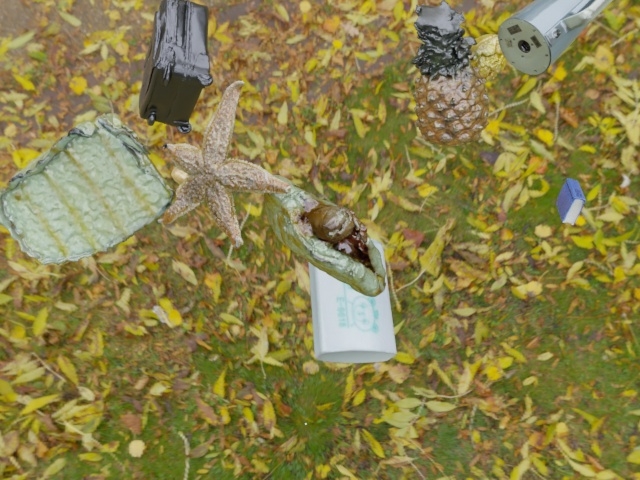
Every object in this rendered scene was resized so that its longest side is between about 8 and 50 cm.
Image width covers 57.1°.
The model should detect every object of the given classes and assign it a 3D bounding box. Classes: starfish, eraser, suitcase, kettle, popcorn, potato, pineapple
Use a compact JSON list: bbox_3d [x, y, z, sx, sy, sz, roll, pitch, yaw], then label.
[{"bbox_3d":[-0.158,-0.110,0.979,0.231,0.048,0.295,36,108,12],"label":"starfish"},{"bbox_3d":[0.069,0.132,1.371,0.189,0.104,0.290,8,61,-24],"label":"eraser"},{"bbox_3d":[-0.463,-0.565,1.884,0.188,0.345,0.339,8,66,-22],"label":"suitcase"},{"bbox_3d":[0.596,-0.550,1.448,0.243,0.210,0.160,-41,105,-11],"label":"kettle"},{"bbox_3d":[0.515,-0.081,1.211,0.027,0.063,0.085,13,35,3],"label":"eraser"},{"bbox_3d":[0.514,-0.573,1.863,0.152,0.167,0.148,6,70,-39],"label":"popcorn"},{"bbox_3d":[-0.358,-0.181,1.570,0.068,0.062,0.083,20,47,-1],"label":"potato"},{"bbox_3d":[0.246,-0.330,1.144,0.157,0.279,0.158,-11,36,8],"label":"pineapple"}]

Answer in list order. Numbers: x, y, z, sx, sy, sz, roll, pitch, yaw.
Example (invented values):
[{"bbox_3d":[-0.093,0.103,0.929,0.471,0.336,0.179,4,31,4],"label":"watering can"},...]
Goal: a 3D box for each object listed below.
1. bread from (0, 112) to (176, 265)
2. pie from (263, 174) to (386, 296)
[{"bbox_3d":[-0.190,-0.052,0.522,0.156,0.110,0.103,-21,107,17],"label":"bread"},{"bbox_3d":[0.002,0.004,1.026,0.105,0.257,0.274,-46,46,-13],"label":"pie"}]
